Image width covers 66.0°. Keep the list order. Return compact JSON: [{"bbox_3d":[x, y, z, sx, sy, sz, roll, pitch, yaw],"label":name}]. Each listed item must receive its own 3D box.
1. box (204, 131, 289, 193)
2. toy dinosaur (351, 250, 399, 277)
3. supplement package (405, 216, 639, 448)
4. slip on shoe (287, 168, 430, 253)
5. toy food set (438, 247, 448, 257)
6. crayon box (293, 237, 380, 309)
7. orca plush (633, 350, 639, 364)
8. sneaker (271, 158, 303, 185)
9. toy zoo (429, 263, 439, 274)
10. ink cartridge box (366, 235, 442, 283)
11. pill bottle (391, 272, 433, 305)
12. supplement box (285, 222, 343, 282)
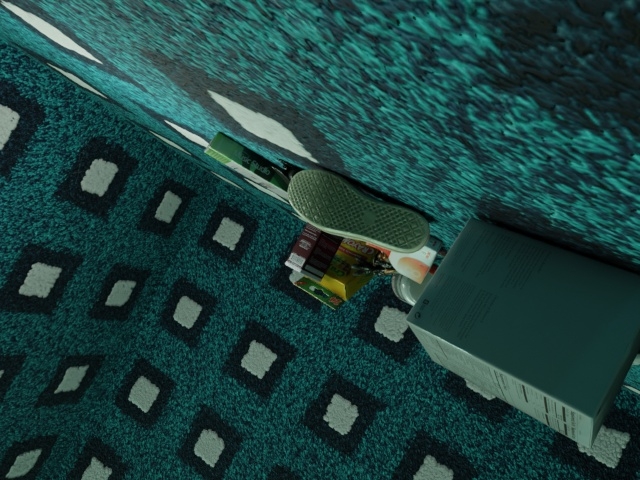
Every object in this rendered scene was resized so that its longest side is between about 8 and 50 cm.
[{"bbox_3d":[-0.188,-0.212,1.483,0.322,0.058,0.232,28,178,-18],"label":"box"},{"bbox_3d":[0.221,0.053,1.437,0.218,0.164,0.322,7,144,34],"label":"toy dinosaur"},{"bbox_3d":[0.308,0.132,0.732,0.263,0.199,0.198,25,163,37],"label":"supplement package"},{"bbox_3d":[0.075,-0.057,1.039,0.331,0.123,0.101,23,180,21],"label":"slip on shoe"},{"bbox_3d":[0.327,0.037,1.259,0.078,0.019,0.122,28,-174,15],"label":"toy food set"},{"bbox_3d":[0.082,0.078,1.673,0.202,0.318,0.081,27,140,34],"label":"crayon box"},{"bbox_3d":[0.444,0.151,0.848,0.151,0.102,0.287,-14,-179,-41],"label":"orca plush"},{"bbox_3d":[-0.043,-0.147,1.261,0.170,0.051,0.089,35,175,-28],"label":"sneaker"},{"bbox_3d":[0.424,0.124,1.504,0.192,0.030,0.293,25,-177,0],"label":"toy zoo"},{"bbox_3d":[0.197,0.018,1.227,0.179,0.045,0.145,25,144,12],"label":"ink cartridge box"},{"bbox_3d":[0.363,0.162,1.807,0.161,0.161,0.283,29,178,-1],"label":"pill bottle"},{"bbox_3d":[0.000,0.000,1.556,0.073,0.239,0.130,27,176,36],"label":"supplement box"}]
